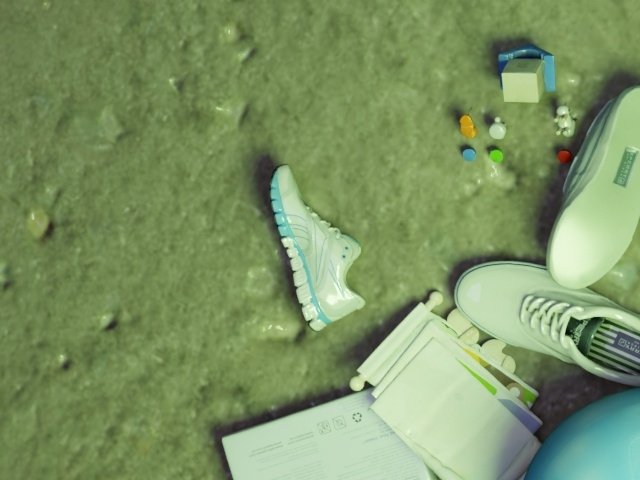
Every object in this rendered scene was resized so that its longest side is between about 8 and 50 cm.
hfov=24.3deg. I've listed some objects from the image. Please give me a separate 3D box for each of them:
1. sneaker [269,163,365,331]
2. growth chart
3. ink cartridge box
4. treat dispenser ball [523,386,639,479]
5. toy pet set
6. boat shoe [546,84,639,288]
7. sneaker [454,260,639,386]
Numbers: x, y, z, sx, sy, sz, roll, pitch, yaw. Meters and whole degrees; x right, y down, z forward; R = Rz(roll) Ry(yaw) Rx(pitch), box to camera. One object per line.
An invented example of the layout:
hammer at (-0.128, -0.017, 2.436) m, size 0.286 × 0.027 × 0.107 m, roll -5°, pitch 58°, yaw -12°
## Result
sneaker at (0.000, 0.000, 1.668) m, size 0.083 × 0.071 × 0.191 m, roll -19°, pitch 89°, yaw 9°
growth chart at (0.151, 0.179, 1.594) m, size 0.172 × 0.021 × 0.237 m, roll -36°, pitch 74°, yaw -17°
ink cartridge box at (0.024, 0.291, 1.645) m, size 0.223 × 0.045 × 0.224 m, roll -19°, pitch 81°, yaw 15°
treat dispenser ball at (0.330, 0.284, 1.422) m, size 0.288 × 0.288 × 0.288 m, roll -1°, pitch 86°, yaw 17°
toy pet set at (0.218, -0.149, 1.620) m, size 0.122 × 0.065 × 0.114 m, roll 4°, pitch 122°, yaw 21°
boat shoe at (0.299, -0.055, 1.568) m, size 0.079 × 0.081 × 0.227 m, roll 24°, pitch 88°, yaw -8°
sneaker at (0.260, 0.083, 1.560) m, size 0.258 × 0.091 × 0.094 m, roll 17°, pitch 90°, yaw 17°
